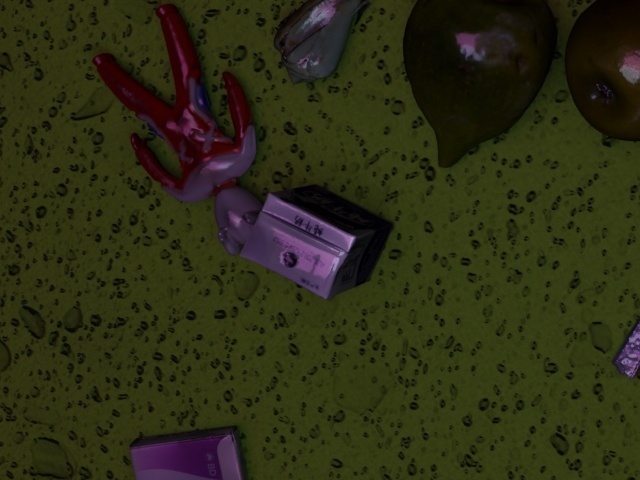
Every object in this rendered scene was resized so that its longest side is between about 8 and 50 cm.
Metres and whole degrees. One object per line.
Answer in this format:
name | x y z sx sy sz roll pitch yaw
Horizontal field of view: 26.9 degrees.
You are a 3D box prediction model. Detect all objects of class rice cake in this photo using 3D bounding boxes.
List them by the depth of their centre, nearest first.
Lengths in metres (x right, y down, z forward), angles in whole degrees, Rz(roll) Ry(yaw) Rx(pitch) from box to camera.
rice cake | 0.452 0.089 1.776 0.034 0.043 0.211 30 103 4

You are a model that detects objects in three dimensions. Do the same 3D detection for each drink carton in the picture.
drink carton | -0.001 0.000 1.808 0.134 0.222 0.102 29 103 12

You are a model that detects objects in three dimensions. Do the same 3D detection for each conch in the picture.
conch | -0.004 -0.296 1.863 0.106 0.079 0.170 32 88 6

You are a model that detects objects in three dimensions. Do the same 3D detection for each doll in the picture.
doll | -0.176 -0.143 1.920 0.188 0.099 0.384 -32 80 18

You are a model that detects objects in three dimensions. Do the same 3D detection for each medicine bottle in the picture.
medicine bottle | -0.183 0.383 1.992 0.171 0.052 0.201 -8 95 17

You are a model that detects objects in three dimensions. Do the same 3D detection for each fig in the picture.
fig | 0.198 -0.203 1.760 0.206 0.206 0.275 23 123 13

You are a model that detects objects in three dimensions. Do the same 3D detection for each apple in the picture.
apple | 0.398 -0.219 1.686 0.196 0.157 0.196 34 143 30
